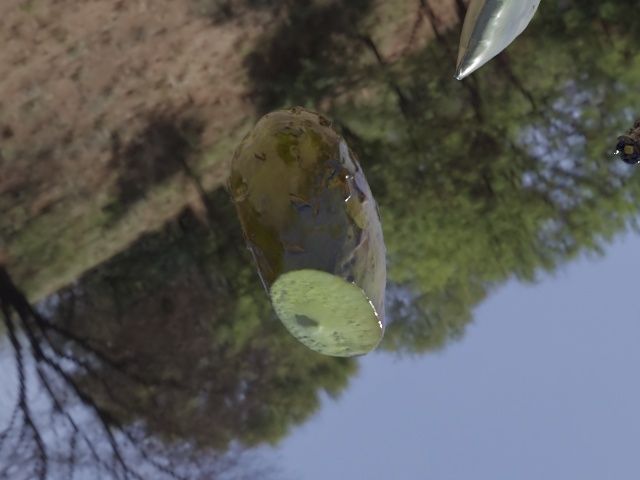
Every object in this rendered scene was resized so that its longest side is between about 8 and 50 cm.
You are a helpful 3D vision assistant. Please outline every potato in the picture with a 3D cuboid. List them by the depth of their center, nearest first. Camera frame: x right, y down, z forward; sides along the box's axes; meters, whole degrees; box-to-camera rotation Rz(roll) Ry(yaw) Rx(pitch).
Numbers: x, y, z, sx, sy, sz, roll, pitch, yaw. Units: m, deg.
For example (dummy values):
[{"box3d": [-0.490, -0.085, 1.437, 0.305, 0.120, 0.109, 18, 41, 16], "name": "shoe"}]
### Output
[{"box3d": [0.000, 0.000, 1.336, 0.141, 0.298, 0.176, -9, -150, 28], "name": "potato"}]

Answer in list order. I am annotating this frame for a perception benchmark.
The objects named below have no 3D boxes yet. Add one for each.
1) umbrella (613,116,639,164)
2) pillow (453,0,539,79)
[{"box3d": [0.370, -0.123, 1.421, 0.040, 0.037, 0.144, 6, -154, 34], "name": "umbrella"}, {"box3d": [0.273, -0.356, 1.840, 0.075, 0.185, 0.302, 25, -149, 13], "name": "pillow"}]
